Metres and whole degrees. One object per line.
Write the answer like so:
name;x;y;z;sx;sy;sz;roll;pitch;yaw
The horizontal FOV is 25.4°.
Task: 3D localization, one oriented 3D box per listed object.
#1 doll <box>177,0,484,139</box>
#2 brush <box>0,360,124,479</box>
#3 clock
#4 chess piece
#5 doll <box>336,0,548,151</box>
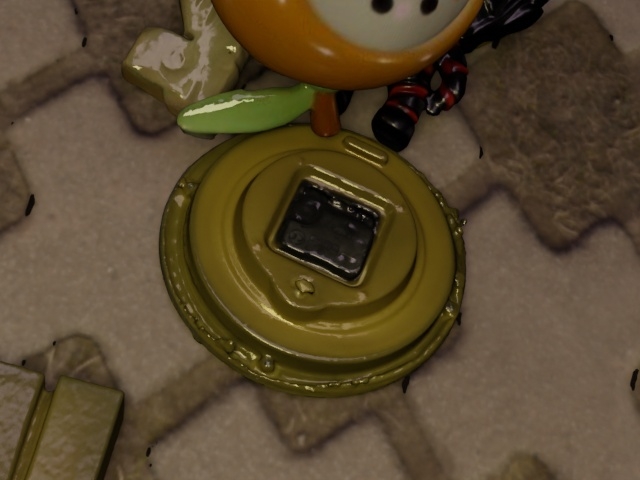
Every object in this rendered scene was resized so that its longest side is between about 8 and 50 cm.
doll;0.010;-0.178;1.036;0.214;0.236;0.213;11;22;-4
brush;-0.201;0.192;0.888;0.103;0.047;0.233;15;59;-4
clock;0.000;0.000;1.043;0.237;0.057;0.237;7;59;-11
chess piece;-0.077;-0.187;1.127;0.090;0.090;0.200;27;69;3
doll;0.097;-0.184;1.163;0.127;0.088;0.248;40;67;-13
